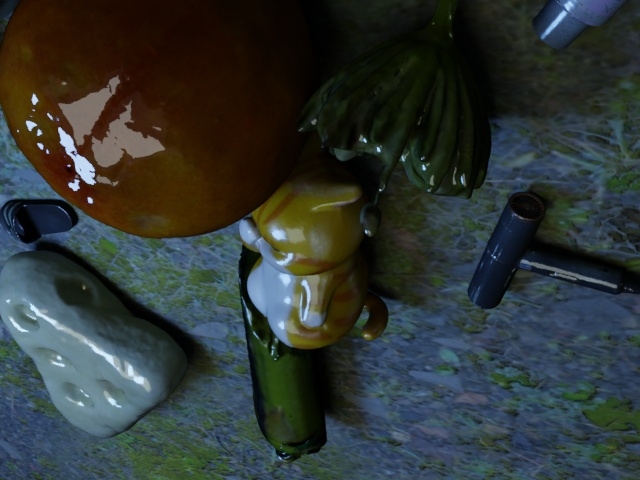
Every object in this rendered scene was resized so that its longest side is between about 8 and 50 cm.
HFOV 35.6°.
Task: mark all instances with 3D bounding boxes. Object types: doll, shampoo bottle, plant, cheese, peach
[{"bbox_3d":[-0.014,0.014,1.256,0.167,0.162,0.270,46,156,37],"label":"doll"},{"bbox_3d":[0.265,-0.252,0.879,0.072,0.072,0.214,38,139,-3],"label":"shampoo bottle"},{"bbox_3d":[0.132,-0.183,0.985,0.180,0.251,0.333,40,112,18],"label":"plant"},{"bbox_3d":[-0.421,0.200,1.727,0.351,0.129,0.328,35,139,0],"label":"cheese"},{"bbox_3d":[-0.173,-0.162,1.080,0.342,0.302,0.343,21,138,20],"label":"peach"}]

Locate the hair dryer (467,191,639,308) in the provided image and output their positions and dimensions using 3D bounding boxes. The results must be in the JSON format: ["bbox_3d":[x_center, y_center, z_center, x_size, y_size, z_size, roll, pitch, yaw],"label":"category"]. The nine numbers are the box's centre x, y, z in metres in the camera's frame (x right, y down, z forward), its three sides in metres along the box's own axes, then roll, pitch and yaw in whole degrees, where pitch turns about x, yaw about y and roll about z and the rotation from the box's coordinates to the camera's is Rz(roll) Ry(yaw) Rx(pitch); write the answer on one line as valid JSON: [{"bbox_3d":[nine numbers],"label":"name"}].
[{"bbox_3d":[0.284,0.046,1.171,0.194,0.050,0.173,25,141,7],"label":"hair dryer"}]

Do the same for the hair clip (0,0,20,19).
[{"bbox_3d":[-0.344,-0.328,1.081,0.113,0.282,0.172,31,140,-15],"label":"hair clip"}]

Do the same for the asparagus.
[{"bbox_3d":[-0.057,0.167,1.462,0.108,0.128,0.382,-9,130,-4],"label":"asparagus"}]

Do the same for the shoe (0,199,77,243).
[{"bbox_3d":[-0.471,-0.027,1.609,0.179,0.049,0.071,-4,125,37],"label":"shoe"}]
